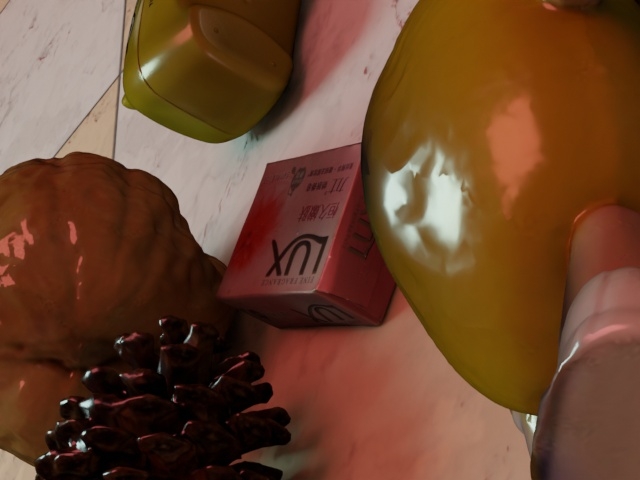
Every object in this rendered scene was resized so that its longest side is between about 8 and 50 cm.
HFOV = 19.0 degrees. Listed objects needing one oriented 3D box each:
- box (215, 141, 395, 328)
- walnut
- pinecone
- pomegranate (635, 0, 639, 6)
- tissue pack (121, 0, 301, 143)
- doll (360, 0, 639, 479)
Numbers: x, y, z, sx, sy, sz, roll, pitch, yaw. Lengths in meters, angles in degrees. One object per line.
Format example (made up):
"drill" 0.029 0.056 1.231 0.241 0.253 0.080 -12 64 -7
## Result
"box" 0.000 0.000 1.262 0.156 0.060 0.111 -11 57 61
"walnut" -0.179 0.049 1.375 0.257 0.257 0.224 -151 56 -66
"pinecone" -0.092 0.127 1.193 0.163 0.163 0.165 -35 34 46
"pomegranate" 0.160 -0.177 1.072 0.130 0.130 0.130 -45 30 34
"tissue pack" -0.089 -0.166 1.528 0.127 0.123 0.178 -38 34 44
"doll" 0.110 -0.013 0.869 0.348 0.161 0.423 101 165 -66
